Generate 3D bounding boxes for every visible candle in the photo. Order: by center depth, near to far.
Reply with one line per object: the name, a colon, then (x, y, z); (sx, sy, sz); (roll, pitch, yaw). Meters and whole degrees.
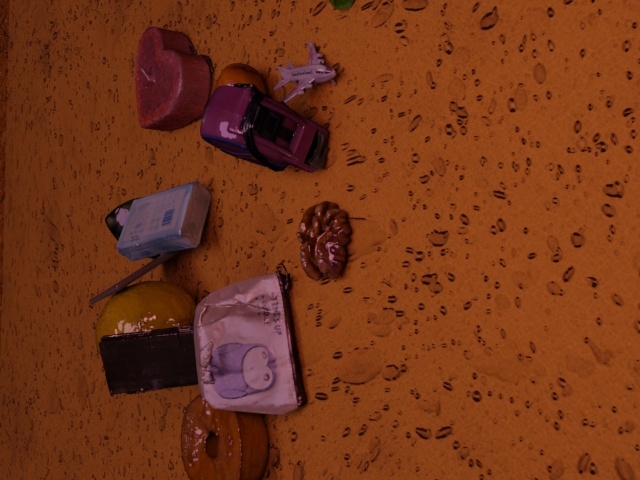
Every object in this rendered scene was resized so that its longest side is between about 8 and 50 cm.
candle: (-0.446, -0.441, 1.908); (0.317, 0.131, 0.287); (56, 131, 34)

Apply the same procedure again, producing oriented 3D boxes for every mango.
mango: (-0.197, -0.316, 1.631); (0.145, 0.112, 0.219); (15, 105, 44)

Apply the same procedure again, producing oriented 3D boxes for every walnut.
walnut: (0.000, 0.000, 1.434); (0.143, 0.069, 0.170); (-12, 78, 49)

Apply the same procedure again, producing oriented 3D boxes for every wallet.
wallet: (-0.167, 0.238, 1.549); (0.275, 0.068, 0.335); (-12, 79, 20)
wallet: (-0.370, 0.291, 1.660); (0.044, 0.317, 0.169); (-107, 12, -66)

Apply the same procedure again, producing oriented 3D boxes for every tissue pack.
tissue pack: (-0.424, -0.049, 1.834); (0.263, 0.089, 0.177); (-13, 53, 36)

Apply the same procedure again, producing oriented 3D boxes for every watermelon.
watermelon: (-0.528, -0.031, 2.005); (0.193, 0.137, 0.145); (-20, 67, 3)

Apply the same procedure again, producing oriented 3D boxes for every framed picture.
framed picture: (-0.497, 0.087, 1.866); (0.192, 0.265, 0.018); (-24, 101, 46)

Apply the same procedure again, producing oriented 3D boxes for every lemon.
lemon: (-0.451, 0.232, 1.798); (0.322, 0.268, 0.268); (-17, 76, 30)

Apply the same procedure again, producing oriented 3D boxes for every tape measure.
tape measure: (-0.131, -0.243, 1.466); (0.232, 0.245, 0.149); (20, 89, 45)

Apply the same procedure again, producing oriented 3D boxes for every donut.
donut: (-0.232, 0.495, 1.651); (0.278, 0.109, 0.277); (-3, 86, 48)

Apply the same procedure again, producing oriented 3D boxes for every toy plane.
toy plane: (-0.029, -0.360, 1.468); (0.171, 0.065, 0.162); (14, 73, 37)

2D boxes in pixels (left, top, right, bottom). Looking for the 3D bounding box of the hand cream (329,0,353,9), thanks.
hand cream: (0.001, -0.605, 1.473); (0.079, 0.050, 0.275); (-32, 57, 15)
